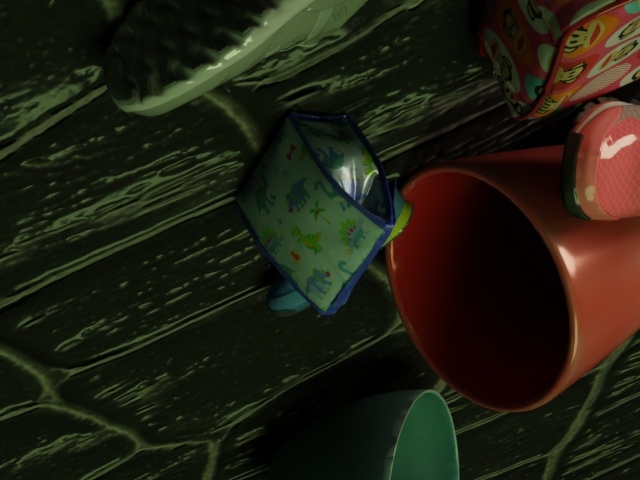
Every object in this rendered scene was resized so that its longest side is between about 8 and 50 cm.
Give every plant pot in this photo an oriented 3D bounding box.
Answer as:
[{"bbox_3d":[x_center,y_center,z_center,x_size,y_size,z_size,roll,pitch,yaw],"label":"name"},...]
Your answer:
[{"bbox_3d":[0.246,0.017,1.463,0.243,0.275,0.275,-19,149,-34],"label":"plant pot"},{"bbox_3d":[0.043,0.329,1.759,0.195,0.290,0.290,1,157,23],"label":"plant pot"}]

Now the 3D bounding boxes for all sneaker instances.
[{"bbox_3d":[0.000,0.000,1.426,0.082,0.069,0.209,36,126,-20],"label":"sneaker"},{"bbox_3d":[0.355,-0.081,1.322,0.313,0.136,0.116,-9,102,-42],"label":"sneaker"},{"bbox_3d":[-0.038,-0.175,1.094,0.281,0.105,0.115,-31,148,3],"label":"sneaker"}]

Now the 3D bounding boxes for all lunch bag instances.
[{"bbox_3d":[0.005,-0.026,1.296,0.096,0.151,0.129,-1,138,-37],"label":"lunch bag"},{"bbox_3d":[0.280,-0.220,1.198,0.258,0.120,0.293,-22,169,-9],"label":"lunch bag"}]

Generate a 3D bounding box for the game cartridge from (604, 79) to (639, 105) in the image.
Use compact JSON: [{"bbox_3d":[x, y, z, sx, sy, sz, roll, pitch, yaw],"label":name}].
[{"bbox_3d":[0.508,-0.147,1.481,0.355,0.068,0.230,21,122,-22],"label":"game cartridge"}]
